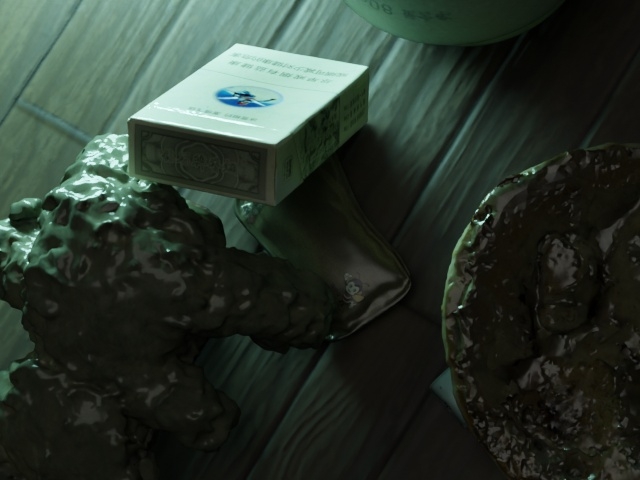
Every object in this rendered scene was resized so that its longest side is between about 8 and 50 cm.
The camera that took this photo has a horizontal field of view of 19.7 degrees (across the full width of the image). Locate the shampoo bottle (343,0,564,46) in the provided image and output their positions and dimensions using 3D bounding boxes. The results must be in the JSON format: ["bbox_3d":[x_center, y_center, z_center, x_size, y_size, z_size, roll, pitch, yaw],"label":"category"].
[{"bbox_3d":[0.134,-0.365,1.884,0.322,0.317,0.322,-4,74,16],"label":"shampoo bottle"}]

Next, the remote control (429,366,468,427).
[{"bbox_3d":[0.186,0.115,1.873,0.162,0.029,0.061,-43,66,-1],"label":"remote control"}]

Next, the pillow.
[{"bbox_3d":[0.000,0.000,1.960,0.130,0.033,0.217,-34,68,7],"label":"pillow"}]

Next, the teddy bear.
[{"bbox_3d":[-0.217,0.106,1.902,0.357,0.224,0.367,35,101,20],"label":"teddy bear"}]

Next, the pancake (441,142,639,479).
[{"bbox_3d":[0.302,0.090,1.806,0.387,0.082,0.386,-1,82,7],"label":"pancake"}]

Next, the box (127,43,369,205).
[{"bbox_3d":[-0.069,-0.124,1.911,0.164,0.256,0.069,12,117,19],"label":"box"}]
